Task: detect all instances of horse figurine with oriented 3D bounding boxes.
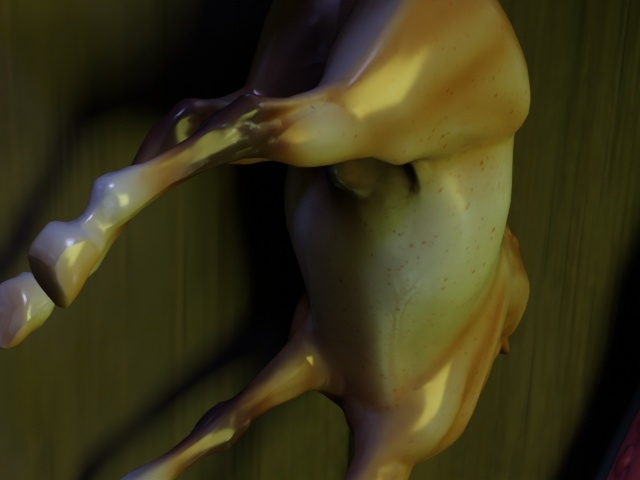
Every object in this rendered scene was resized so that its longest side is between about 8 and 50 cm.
[{"bbox_3d":[0.000,0.000,0.442,0.174,0.066,0.263,-43,142,-28],"label":"horse figurine"}]

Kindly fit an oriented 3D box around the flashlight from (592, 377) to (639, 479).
[{"bbox_3d":[0.122,0.128,0.667,0.103,0.103,0.304,37,77,-54],"label":"flashlight"}]
